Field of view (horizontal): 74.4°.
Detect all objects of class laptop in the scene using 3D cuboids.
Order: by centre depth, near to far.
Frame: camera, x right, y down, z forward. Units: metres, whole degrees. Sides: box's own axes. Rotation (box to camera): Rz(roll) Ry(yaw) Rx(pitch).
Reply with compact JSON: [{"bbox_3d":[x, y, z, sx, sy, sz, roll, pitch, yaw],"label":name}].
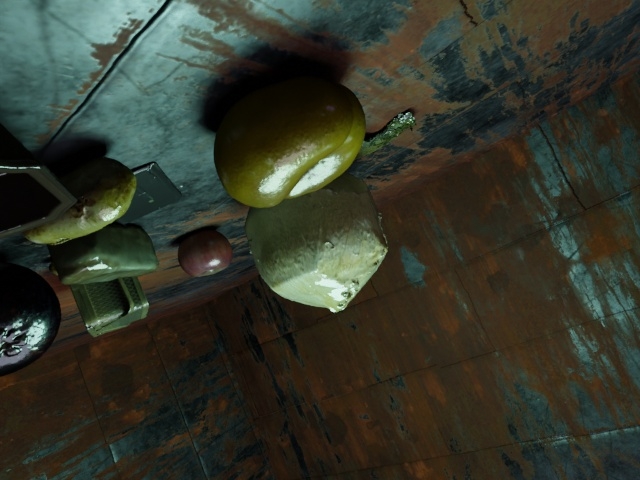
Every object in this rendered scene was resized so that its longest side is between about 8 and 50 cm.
[{"bbox_3d":[-0.330,-0.078,0.756,0.135,0.016,0.197,-25,174,-8],"label":"laptop"}]

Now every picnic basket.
[{"bbox_3d":[-0.539,0.139,1.074,0.139,0.165,0.266,-22,174,-28],"label":"picnic basket"}]

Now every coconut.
[{"bbox_3d":[0.000,0.000,1.069,0.346,0.361,0.346,-22,174,-3],"label":"coconut"}]

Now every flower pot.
[{"bbox_3d":[-0.406,-0.049,0.426,0.250,0.084,0.179,-23,173,-17],"label":"flower pot"}]

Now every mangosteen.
[{"bbox_3d":[-0.598,0.133,0.754,0.216,0.216,0.216,-24,173,-3],"label":"mangosteen"}]

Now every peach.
[{"bbox_3d":[-0.044,-0.150,0.659,0.251,0.153,0.251,-23,-179,0],"label":"peach"}]

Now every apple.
[{"bbox_3d":[-0.331,0.035,1.206,0.153,0.120,0.153,-18,172,-3],"label":"apple"}]

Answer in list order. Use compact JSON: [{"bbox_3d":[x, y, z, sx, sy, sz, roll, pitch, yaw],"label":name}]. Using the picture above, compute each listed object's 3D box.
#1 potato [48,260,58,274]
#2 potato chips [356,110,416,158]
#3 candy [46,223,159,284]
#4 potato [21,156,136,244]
[{"bbox_3d":[-0.538,0.049,0.908,0.083,0.040,0.051,-20,-176,-28],"label":"potato"},{"bbox_3d":[0.133,-0.249,1.045,0.219,0.029,0.202,-24,175,18],"label":"potato chips"},{"bbox_3d":[-0.427,0.027,0.847,0.102,0.104,0.234,-26,173,5],"label":"candy"},{"bbox_3d":[-0.332,-0.053,0.579,0.170,0.107,0.080,-25,132,-1],"label":"potato"}]
